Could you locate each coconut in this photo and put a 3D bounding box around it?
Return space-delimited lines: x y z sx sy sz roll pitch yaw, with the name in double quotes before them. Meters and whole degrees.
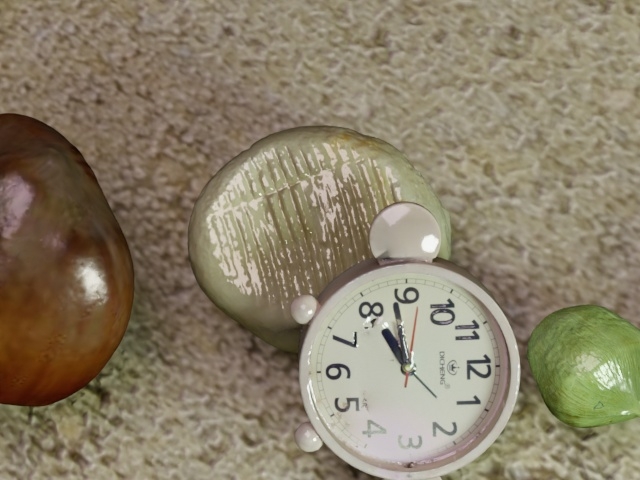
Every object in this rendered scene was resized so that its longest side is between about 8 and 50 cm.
"coconut" 0.189 0.089 1.360 0.088 0.088 0.096 -39 56 -6

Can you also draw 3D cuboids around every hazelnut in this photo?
"hazelnut" -0.235 0.018 1.438 0.186 0.210 0.210 -26 62 -4

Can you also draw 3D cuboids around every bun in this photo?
"bun" 0.000 0.000 1.442 0.188 0.111 0.164 -20 80 2

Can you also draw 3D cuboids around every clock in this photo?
"clock" 0.057 0.086 1.370 0.155 0.063 0.229 -3 98 0
